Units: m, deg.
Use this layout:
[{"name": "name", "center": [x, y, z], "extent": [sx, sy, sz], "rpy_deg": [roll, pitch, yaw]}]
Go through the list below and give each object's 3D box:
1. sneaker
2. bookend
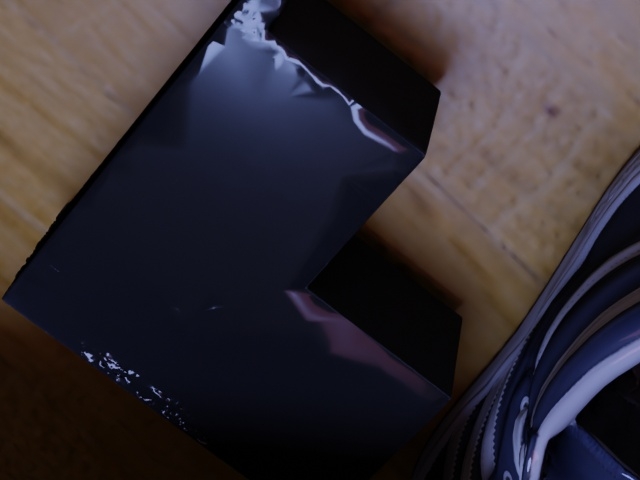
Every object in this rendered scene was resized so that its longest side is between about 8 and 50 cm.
[{"name": "sneaker", "center": [0.089, 0.099, 0.547], "extent": [0.099, 0.153, 0.282], "rpy_deg": [23, 118, -1]}, {"name": "bookend", "center": [0.000, 0.000, 0.561], "extent": [0.156, 0.072, 0.157], "rpy_deg": [37, 116, -9]}]
